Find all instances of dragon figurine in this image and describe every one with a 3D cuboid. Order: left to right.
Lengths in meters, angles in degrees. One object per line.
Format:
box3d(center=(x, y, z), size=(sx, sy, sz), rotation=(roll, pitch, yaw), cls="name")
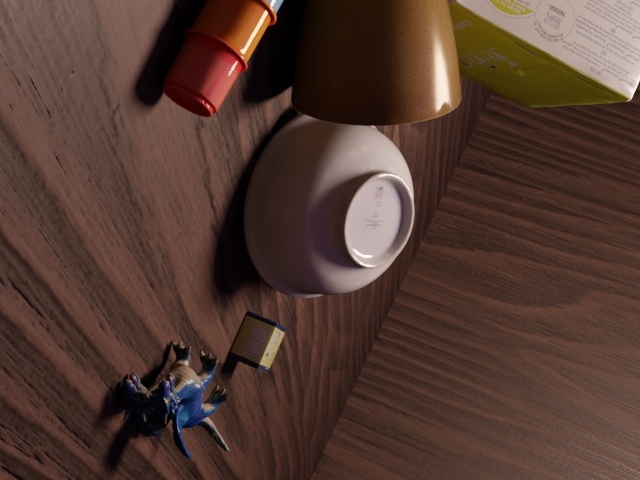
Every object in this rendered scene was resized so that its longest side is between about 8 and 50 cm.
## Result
box3d(center=(-0.196, 0.238, 1.354), size=(0.144, 0.085, 0.289), rotation=(-56, 158, -35), cls="dragon figurine")

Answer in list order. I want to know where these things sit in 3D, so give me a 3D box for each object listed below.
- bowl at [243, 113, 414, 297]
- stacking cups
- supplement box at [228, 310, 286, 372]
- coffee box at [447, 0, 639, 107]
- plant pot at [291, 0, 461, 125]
box3d(center=(0.043, -0.042, 1.466), size=(0.298, 0.134, 0.298), rotation=(-15, 114, -39), cls="bowl")
box3d(center=(-0.062, -0.277, 1.051), size=(0.096, 0.096, 0.316), rotation=(67, 46, -72), cls="stacking cups")
box3d(center=(-0.105, 0.172, 1.683), size=(0.083, 0.056, 0.083), rotation=(53, 60, -75), cls="supplement box")
box3d(center=(0.346, -0.437, 1.636), size=(0.334, 0.338, 0.337), rotation=(-67, -162, -2), cls="coffee box")
box3d(center=(0.071, -0.311, 1.332), size=(0.237, 0.237, 0.254), rotation=(-48, 141, -56), cls="plant pot")
